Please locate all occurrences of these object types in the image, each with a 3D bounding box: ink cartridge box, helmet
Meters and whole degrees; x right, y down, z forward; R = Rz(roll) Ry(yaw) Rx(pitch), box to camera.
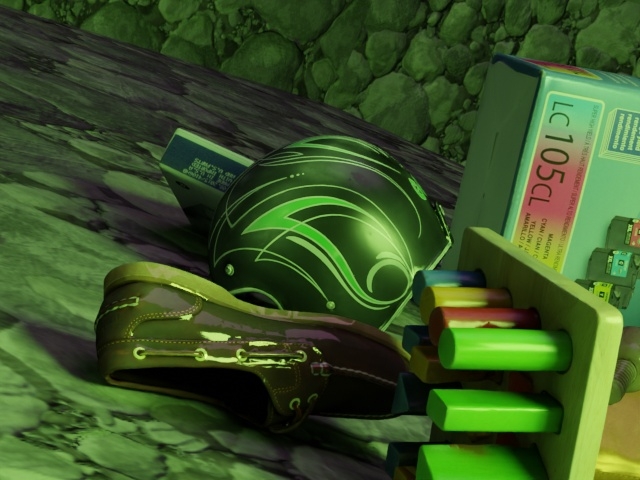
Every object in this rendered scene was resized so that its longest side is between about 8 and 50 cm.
[{"bbox_3d":[0.340,-0.017,1.486,0.395,0.270,0.151,8,14,-17],"label":"ink cartridge box"},{"bbox_3d":[0.000,0.000,1.165,0.161,0.169,0.169,40,9,2],"label":"helmet"},{"bbox_3d":[-0.024,-0.003,1.366,0.223,0.045,0.224,25,-12,14],"label":"ink cartridge box"}]

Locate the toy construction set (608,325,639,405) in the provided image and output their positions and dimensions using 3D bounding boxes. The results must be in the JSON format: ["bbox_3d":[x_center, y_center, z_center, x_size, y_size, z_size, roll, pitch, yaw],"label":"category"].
[{"bbox_3d":[0.235,0.120,0.845,0.309,0.257,0.237,12,18,21],"label":"toy construction set"}]

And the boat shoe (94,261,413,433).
[{"bbox_3d":[-0.035,0.078,0.883,0.207,0.073,0.073,16,48,-21],"label":"boat shoe"}]

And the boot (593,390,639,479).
[{"bbox_3d":[0.241,0.094,1.130,0.211,0.104,0.295,11,27,-5],"label":"boot"}]

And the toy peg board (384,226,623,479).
[{"bbox_3d":[0.074,0.088,0.801,0.079,0.161,0.160,3,15,-20],"label":"toy peg board"}]

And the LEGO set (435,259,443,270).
[{"bbox_3d":[0.053,-0.004,1.635,0.182,0.060,0.244,33,13,35],"label":"LEGO set"}]
